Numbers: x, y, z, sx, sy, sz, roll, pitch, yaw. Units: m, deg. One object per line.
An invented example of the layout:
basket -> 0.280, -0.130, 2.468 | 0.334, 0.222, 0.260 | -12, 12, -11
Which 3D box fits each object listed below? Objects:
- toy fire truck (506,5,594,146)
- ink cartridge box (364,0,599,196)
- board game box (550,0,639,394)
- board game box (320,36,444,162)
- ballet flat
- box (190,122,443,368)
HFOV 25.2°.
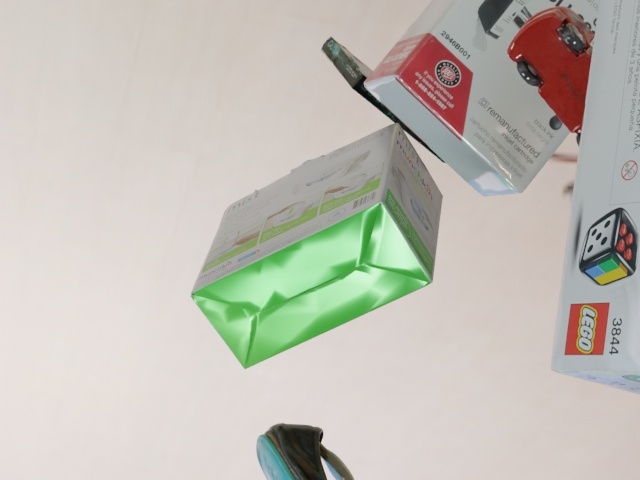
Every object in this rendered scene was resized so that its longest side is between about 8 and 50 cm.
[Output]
toy fire truck -> 0.214, -0.087, 0.999 | 0.047, 0.135, 0.192 | -39, 92, 25
ink cartridge box -> 0.216, -0.214, 1.595 | 0.197, 0.273, 0.114 | 42, 169, -13
board game box -> 0.227, -0.013, 0.562 | 0.305, 0.193, 0.053 | 16, 168, -32
board game box -> 0.088, -0.183, 1.859 | 0.186, 0.126, 0.026 | 35, 103, -35
ballet flat -> 0.013, 0.315, 1.619 | 0.096, 0.280, 0.095 | -7, 139, -21
box -> 0.000, 0.000, 1.720 | 0.262, 0.231, 0.126 | -26, 110, 19
